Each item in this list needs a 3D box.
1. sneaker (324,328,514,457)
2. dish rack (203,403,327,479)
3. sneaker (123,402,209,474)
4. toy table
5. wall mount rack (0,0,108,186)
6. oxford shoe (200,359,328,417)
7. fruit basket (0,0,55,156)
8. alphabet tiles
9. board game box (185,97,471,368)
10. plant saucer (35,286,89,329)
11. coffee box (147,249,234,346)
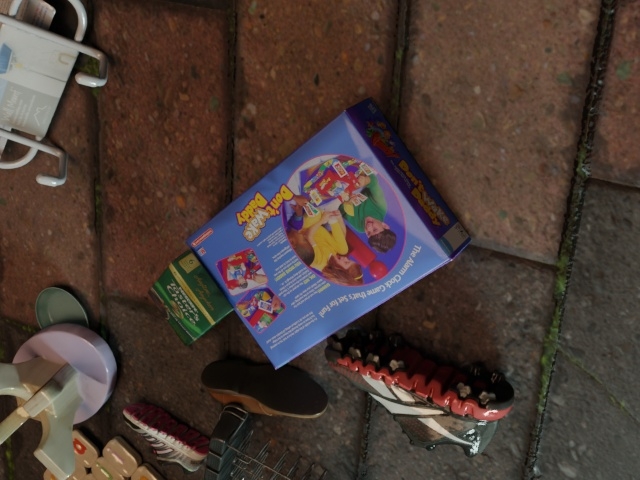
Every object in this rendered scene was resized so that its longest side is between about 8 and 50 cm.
[{"bbox_3d":[0.124,0.215,1.346,0.276,0.097,0.135,19,115,21],"label":"sneaker"},{"bbox_3d":[-0.062,0.393,1.518,0.271,0.074,0.208,27,139,13],"label":"dish rack"},{"bbox_3d":[-0.266,0.339,1.642,0.170,0.063,0.075,27,114,13],"label":"sneaker"},{"bbox_3d":[-0.479,0.271,1.662,0.252,0.161,0.274,39,129,2],"label":"toy table"},{"bbox_3d":[-0.491,-0.224,1.432,0.304,0.130,0.350,17,126,-22],"label":"wall mount rack"},{"bbox_3d":[-0.079,0.238,1.503,0.212,0.076,0.076,10,141,27],"label":"oxford shoe"},{"bbox_3d":[-0.603,-0.336,1.535,0.353,0.165,0.327,31,124,-3],"label":"fruit basket"},{"bbox_3d":[-0.383,0.484,1.793,0.278,0.021,0.284,41,124,6],"label":"alphabet tiles"},{"bbox_3d":[0.000,0.000,1.342,0.347,0.078,0.233,-35,90,35],"label":"board game box"},{"bbox_3d":[-0.442,0.133,1.685,0.119,0.021,0.119,11,114,25],"label":"plant saucer"},{"bbox_3d":[-0.200,0.090,1.470,0.113,0.040,0.184,54,153,0],"label":"coffee box"}]
